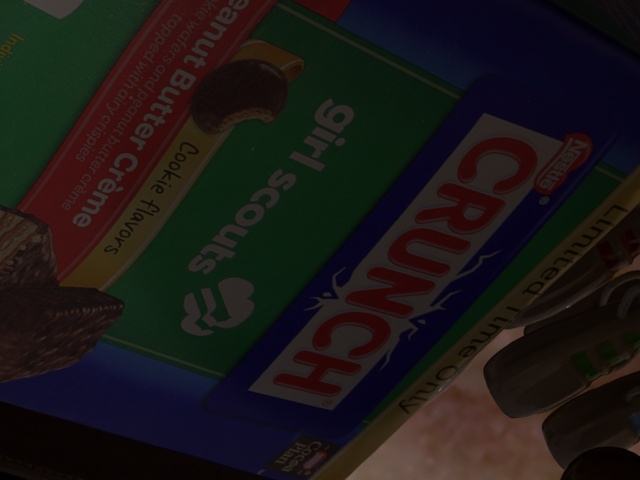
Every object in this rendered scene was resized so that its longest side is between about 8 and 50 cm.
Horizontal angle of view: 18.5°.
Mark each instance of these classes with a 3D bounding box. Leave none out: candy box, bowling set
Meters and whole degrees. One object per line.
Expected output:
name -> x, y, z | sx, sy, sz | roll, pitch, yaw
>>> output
candy box -> -0.041, -0.046, 0.797 | 0.317, 0.268, 0.122 | 21, -148, -40
bowling set -> 0.173, 0.053, 1.026 | 0.287, 0.154, 0.199 | 38, -153, -61

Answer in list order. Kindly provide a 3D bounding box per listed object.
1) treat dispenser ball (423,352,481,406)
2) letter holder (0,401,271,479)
treat dispenser ball -> 0.000, 0.000, 1.447 | 0.288, 0.288, 0.288 | 35, -172, -5
letter holder -> -0.160, 0.127, 1.081 | 0.302, 0.214, 0.152 | 18, 152, -12
